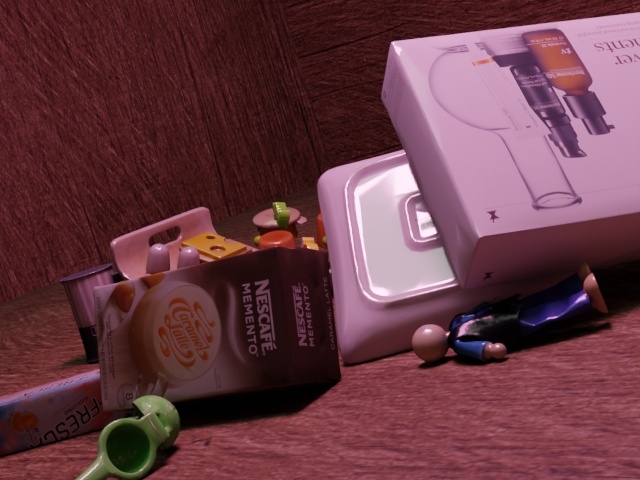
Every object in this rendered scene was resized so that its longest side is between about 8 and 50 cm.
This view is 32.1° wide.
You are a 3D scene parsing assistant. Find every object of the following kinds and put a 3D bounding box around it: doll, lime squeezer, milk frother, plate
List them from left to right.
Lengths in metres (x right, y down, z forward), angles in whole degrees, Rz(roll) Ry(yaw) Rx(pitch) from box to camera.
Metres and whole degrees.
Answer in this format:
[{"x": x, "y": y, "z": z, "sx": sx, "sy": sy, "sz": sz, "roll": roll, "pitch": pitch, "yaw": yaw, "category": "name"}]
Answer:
[{"x": -0.331, "y": 0.105, "z": 1.736, "sx": 0.129, "sy": 0.134, "sz": 0.143, "roll": -19, "pitch": 7, "yaw": -24, "category": "milk frother"}, {"x": -0.193, "y": 0.191, "z": 1.035, "sx": 0.110, "sy": 0.059, "sz": 0.310, "roll": -15, "pitch": 8, "yaw": 10, "category": "lime squeezer"}, {"x": 0.135, "y": -0.018, "z": 1.237, "sx": 0.277, "sy": 0.045, "sz": 0.278, "roll": -16, "pitch": 50, "yaw": 10, "category": "plate"}, {"x": 0.180, "y": 0.077, "z": 1.085, "sx": 0.189, "sy": 0.046, "sz": 0.129, "roll": -22, "pitch": 15, "yaw": 11, "category": "doll"}]

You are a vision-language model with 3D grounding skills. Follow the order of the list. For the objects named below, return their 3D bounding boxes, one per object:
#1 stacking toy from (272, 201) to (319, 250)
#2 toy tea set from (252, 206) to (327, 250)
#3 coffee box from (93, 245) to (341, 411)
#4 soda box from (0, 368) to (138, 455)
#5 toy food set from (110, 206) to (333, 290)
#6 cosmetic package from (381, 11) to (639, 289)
[{"x": 0.032, "y": -0.014, "z": 1.646, "sx": 0.167, "sy": 0.052, "sz": 0.221, "roll": 1, "pitch": 26, "yaw": -17, "category": "stacking toy"}, {"x": 0.000, "y": 0.000, "z": 1.984, "sx": 0.336, "sy": 0.124, "sz": 0.200, "roll": -23, "pitch": 26, "yaw": -31, "category": "toy tea set"}, {"x": -0.112, "y": 0.096, "z": 1.171, "sx": 0.246, "sy": 0.141, "sz": 0.098, "roll": -14, "pitch": -12, "yaw": 30, "category": "coffee box"}, {"x": -0.292, "y": 0.191, "z": 1.267, "sx": 0.183, "sy": 0.058, "sz": 0.063, "roll": -17, "pitch": 7, "yaw": 7, "category": "soda box"}, {"x": -0.129, "y": 0.026, "z": 1.671, "sx": 0.306, "sy": 0.092, "sz": 0.220, "roll": 20, "pitch": 27, "yaw": 30, "category": "toy food set"}, {"x": 0.287, "y": -0.111, "z": 1.195, "sx": 0.377, "sy": 0.284, "sz": 0.097, "roll": -9, "pitch": -35, "yaw": -13, "category": "cosmetic package"}]
